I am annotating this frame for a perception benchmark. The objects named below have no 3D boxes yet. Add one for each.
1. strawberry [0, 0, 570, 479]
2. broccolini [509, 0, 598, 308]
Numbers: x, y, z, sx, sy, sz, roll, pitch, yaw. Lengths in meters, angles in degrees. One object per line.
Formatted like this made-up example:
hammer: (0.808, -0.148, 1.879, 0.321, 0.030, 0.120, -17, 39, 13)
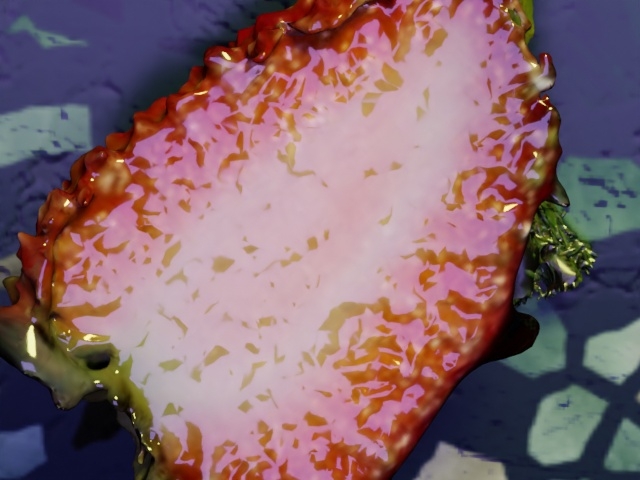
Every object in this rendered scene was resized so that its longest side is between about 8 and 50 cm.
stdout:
strawberry: (0.000, 0.000, 0.984, 0.306, 0.138, 0.233, -41, 103, 6)
broccolini: (0.096, -0.090, 1.001, 0.057, 0.071, 0.254, 6, 105, 46)
